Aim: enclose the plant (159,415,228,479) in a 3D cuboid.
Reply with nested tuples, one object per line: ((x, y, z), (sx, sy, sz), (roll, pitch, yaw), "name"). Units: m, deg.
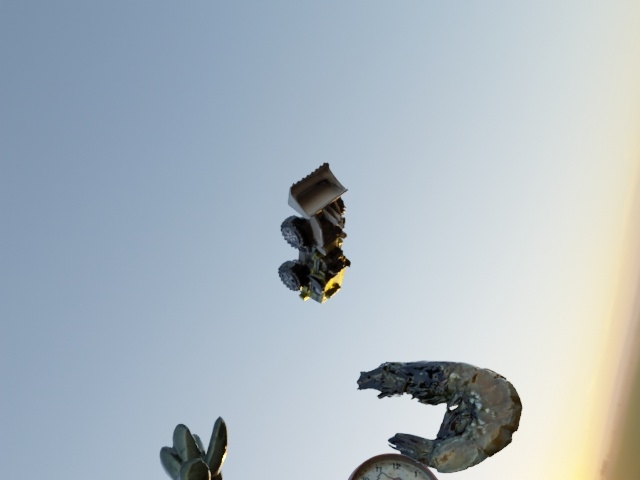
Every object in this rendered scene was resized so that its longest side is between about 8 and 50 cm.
((-0.190, 0.431, 0.827), (0.146, 0.275, 0.149), (-20, -40, -11), "plant")

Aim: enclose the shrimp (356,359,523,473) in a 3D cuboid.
((0.203, 0.326, 0.995), (0.233, 0.364, 0.071), (-54, -53, -39), "shrimp")

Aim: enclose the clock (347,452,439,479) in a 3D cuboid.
((0.171, 0.601, 1.171), (0.244, 0.244, 0.056), (-42, -41, -44), "clock")

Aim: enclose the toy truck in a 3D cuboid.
((0.000, 0.000, 0.963), (0.136, 0.111, 0.286), (-40, -32, -34), "toy truck")
